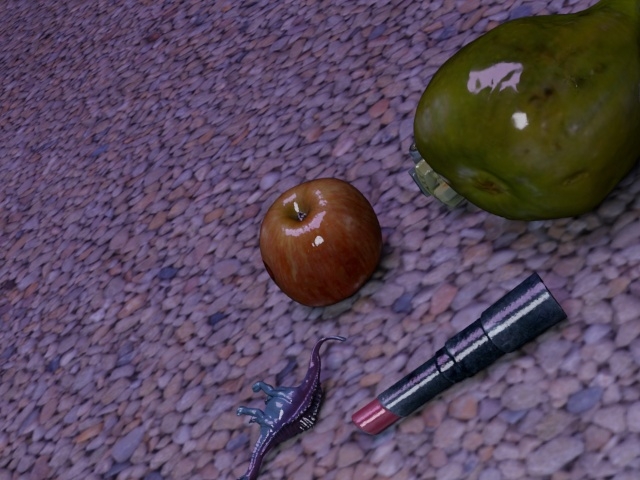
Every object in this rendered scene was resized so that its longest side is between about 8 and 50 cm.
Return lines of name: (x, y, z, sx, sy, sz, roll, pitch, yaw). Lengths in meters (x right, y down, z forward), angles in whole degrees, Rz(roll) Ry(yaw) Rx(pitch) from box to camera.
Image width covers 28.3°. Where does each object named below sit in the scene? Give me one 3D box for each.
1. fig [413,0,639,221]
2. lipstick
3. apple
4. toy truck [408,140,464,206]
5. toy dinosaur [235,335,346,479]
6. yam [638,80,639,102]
fig: (0.250, -0.165, 1.317, 0.314, 0.233, 0.233, -53, 30, 4)
lipstick: (0.131, 0.118, 1.249, 0.234, 0.053, 0.053, -35, 29, 7)
apple: (0.000, 0.000, 1.476, 0.146, 0.131, 0.146, -22, 36, 17)
toy truck: (0.188, -0.106, 1.482, 0.169, 0.077, 0.100, -34, 27, 2)
toy dinosaur: (-0.040, 0.179, 1.355, 0.080, 0.045, 0.197, 20, 68, 41)
yam: (0.378, -0.181, 1.249, 0.107, 0.107, 0.194, -17, 23, 31)
